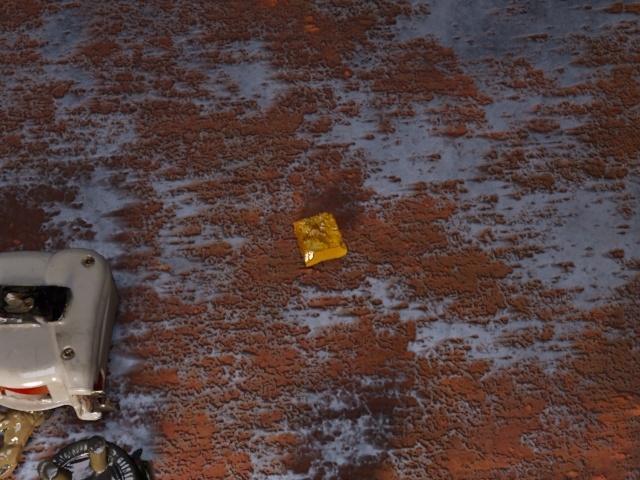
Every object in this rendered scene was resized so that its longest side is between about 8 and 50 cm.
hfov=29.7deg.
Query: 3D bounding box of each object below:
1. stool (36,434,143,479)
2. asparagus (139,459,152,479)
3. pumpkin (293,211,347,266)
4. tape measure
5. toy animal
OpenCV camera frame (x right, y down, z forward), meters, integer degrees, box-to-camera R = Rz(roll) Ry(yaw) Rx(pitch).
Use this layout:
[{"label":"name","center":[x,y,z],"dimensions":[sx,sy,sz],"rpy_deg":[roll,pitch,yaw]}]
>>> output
[{"label":"stool","center":[-0.357,0.398,1.813],"dimensions":[0.153,0.139,0.228],"rpy_deg":[20,71,9]},{"label":"asparagus","center":[-0.264,0.406,1.879],"dimensions":[0.018,0.015,0.127],"rpy_deg":[-14,73,3]},{"label":"pumpkin","center":[0.000,0.000,1.997],"dimensions":[0.074,0.054,0.083],"rpy_deg":[-13,52,-9]},{"label":"tape measure","center":[-0.433,0.139,1.871],"dimensions":[0.265,0.130,0.258],"rpy_deg":[1,57,1]},{"label":"toy animal","center":[-0.495,0.307,1.876],"dimensions":[0.086,0.069,0.220],"rpy_deg":[33,76,-2]}]
